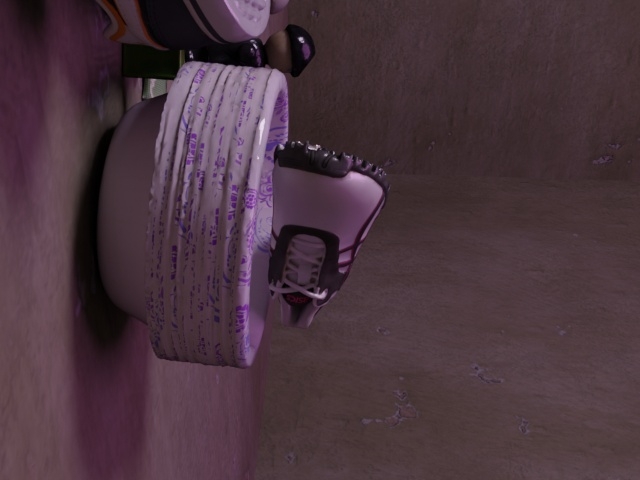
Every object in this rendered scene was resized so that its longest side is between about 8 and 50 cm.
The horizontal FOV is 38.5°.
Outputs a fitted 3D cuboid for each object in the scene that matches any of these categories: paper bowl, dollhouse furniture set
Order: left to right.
[{"bbox_3d":[-0.160,-0.184,0.958,0.151,0.058,0.076,-57,149,-86],"label":"dollhouse furniture set"},{"bbox_3d":[-0.118,-0.026,0.870,0.284,0.148,0.284,6,90,-89],"label":"paper bowl"}]

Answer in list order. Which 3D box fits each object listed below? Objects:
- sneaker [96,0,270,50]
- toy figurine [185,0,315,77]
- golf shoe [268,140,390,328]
[{"bbox_3d":[-0.145,-0.258,0.559,0.126,0.127,0.321,-67,143,-49],"label":"sneaker"},{"bbox_3d":[-0.092,-0.300,1.028,0.209,0.148,0.213,89,-10,-45],"label":"toy figurine"},{"bbox_3d":[0.000,0.000,0.850,0.273,0.105,0.120,89,15,-70],"label":"golf shoe"}]
